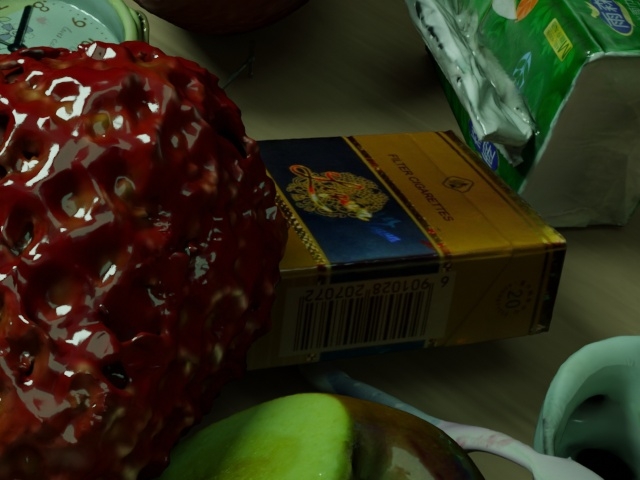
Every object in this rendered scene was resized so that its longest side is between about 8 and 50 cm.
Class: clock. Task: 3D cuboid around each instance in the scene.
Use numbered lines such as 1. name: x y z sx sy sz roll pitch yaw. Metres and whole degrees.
1. clock: -0.189 -0.109 0.752 0.232 0.069 0.170 35 45 18

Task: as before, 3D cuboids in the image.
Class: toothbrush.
1. toothbrush: 0.051 0.087 0.546 0.021 0.027 0.269 -12 13 -25

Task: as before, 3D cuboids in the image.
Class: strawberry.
1. strawberry: -0.096 -0.004 0.483 0.190 0.111 0.236 14 44 -12

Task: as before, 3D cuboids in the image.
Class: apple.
1. apple: -0.005 0.135 0.475 0.163 0.147 0.146 34 32 -26

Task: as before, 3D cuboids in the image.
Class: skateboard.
1. skateboard: -0.082 -0.114 0.819 0.064 0.032 0.083 21 45 21

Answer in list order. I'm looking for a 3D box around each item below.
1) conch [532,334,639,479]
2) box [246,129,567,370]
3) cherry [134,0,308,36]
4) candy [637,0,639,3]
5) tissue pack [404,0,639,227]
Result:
1. conch: 0.168 0.150 0.528 0.185 0.121 0.221 23 37 -44
2. box: 0.000 0.000 0.670 0.237 0.070 0.152 -4 31 -22
3. cherry: -0.060 -0.256 0.820 0.206 0.239 0.239 -16 49 -7
4. candy: 0.257 0.004 0.586 0.119 0.119 0.440 -4 53 -20
5. tissue pack: 0.140 -0.130 0.810 0.156 0.148 0.209 0 45 -18
